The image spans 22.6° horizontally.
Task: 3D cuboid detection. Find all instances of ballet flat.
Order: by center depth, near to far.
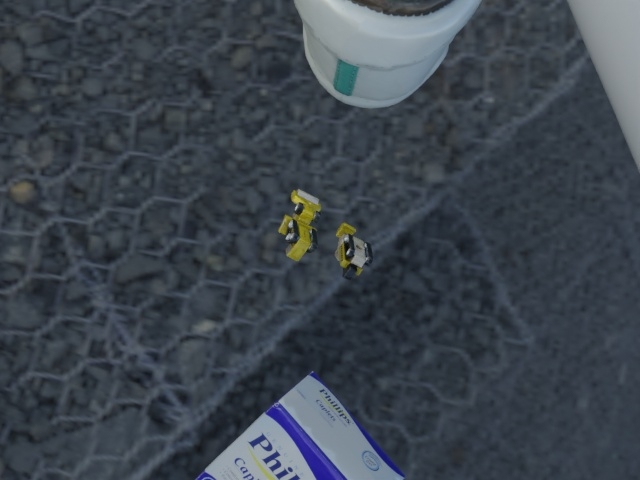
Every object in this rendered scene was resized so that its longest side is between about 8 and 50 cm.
[{"bbox_3d":[0.078,-0.233,0.874,0.139,0.139,0.400,47,54,-32],"label":"ballet flat"}]

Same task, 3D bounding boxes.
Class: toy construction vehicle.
[{"bbox_3d":[0.000,0.000,1.423,0.085,0.098,0.035,25,115,-19],"label":"toy construction vehicle"}]

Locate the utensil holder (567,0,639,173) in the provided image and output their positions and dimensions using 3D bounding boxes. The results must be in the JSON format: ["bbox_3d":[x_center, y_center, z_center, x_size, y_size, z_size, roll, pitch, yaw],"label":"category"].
[{"bbox_3d":[0.441,-0.182,1.588,0.327,0.327,0.386,-29,99,-32],"label":"utensil holder"}]

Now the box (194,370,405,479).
[{"bbox_3d":[-0.020,0.209,1.400,0.126,0.137,0.072,48,34,7],"label":"box"}]
